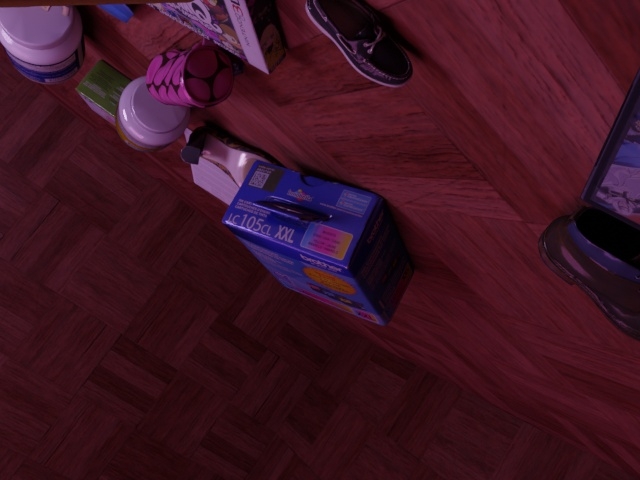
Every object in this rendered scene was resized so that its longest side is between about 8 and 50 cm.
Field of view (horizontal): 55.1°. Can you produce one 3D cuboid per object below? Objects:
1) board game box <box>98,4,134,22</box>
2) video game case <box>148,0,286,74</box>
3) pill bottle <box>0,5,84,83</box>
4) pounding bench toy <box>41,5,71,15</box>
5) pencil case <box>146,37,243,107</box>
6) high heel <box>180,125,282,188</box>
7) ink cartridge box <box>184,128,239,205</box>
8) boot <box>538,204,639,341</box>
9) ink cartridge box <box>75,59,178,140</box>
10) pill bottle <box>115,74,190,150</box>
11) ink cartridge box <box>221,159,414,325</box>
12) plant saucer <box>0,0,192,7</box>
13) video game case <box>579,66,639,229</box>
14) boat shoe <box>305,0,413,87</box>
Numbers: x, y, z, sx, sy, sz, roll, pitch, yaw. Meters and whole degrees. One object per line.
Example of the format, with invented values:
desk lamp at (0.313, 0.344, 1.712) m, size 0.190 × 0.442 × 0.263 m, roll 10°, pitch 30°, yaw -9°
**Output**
board game box at (-0.337, -0.392, 0.927) m, size 0.133 × 0.033 × 0.169 m, roll 35°, pitch 176°, yaw -25°
video game case at (-0.155, -0.307, 0.687) m, size 0.232 × 0.042 × 0.210 m, roll 33°, pitch 168°, yaw 15°
pill bottle at (-0.534, -0.401, 1.176) m, size 0.153 × 0.153 × 0.265 m, roll 39°, pitch 168°, yaw -17°
pounding bench toy at (-0.436, -0.416, 1.017) m, size 0.083 × 0.065 × 0.052 m, roll 39°, pitch 137°, yaw -16°
pencil case at (-0.205, -0.257, 0.950) m, size 0.095 × 0.098 × 0.209 m, roll -10°, pitch -164°, yaw -31°
high heel at (-0.158, -0.171, 1.308) m, size 0.261 × 0.093 × 0.186 m, roll 21°, pitch -159°, yaw -10°
ink cartridge box at (-0.252, -0.185, 1.574) m, size 0.189 × 0.066 × 0.232 m, roll 33°, pitch 148°, yaw 16°
boot at (0.324, 0.044, 0.615) m, size 0.219 × 0.082 × 0.106 m, roll 35°, pitch 172°, yaw 17°
ink cartridge box at (-0.468, -0.308, 1.529) m, size 0.189 × 0.097 × 0.255 m, roll 35°, pitch 169°, yaw 3°
pill bottle at (-0.338, -0.255, 1.237) m, size 0.136 × 0.136 × 0.246 m, roll 39°, pitch 169°, yaw -18°
ink cartridge box at (0.000, 0.000, 1.168) m, size 0.270 × 0.151 × 0.395 m, roll 19°, pitch 161°, yaw 25°
plant saucer at (-0.205, -0.267, 0.412) m, size 0.333 × 0.333 × 0.081 m, roll -14°, pitch 89°, yaw 64°
video game case at (0.332, -0.025, 0.412) m, size 0.275 × 0.035 × 0.248 m, roll 32°, pitch 169°, yaw 21°
boat shoe at (0.039, -0.194, 0.574) m, size 0.125 × 0.046 × 0.038 m, roll 45°, pitch 174°, yaw -3°
